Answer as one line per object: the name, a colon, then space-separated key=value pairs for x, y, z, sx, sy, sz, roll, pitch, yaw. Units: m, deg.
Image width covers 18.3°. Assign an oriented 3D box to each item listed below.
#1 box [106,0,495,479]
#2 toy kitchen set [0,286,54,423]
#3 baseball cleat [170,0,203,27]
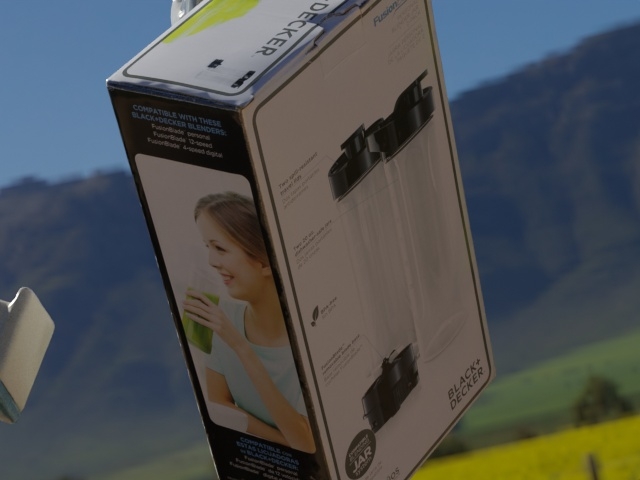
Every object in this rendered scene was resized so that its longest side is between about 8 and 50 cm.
box: x=0.000 y=0.000 z=1.067 sx=0.087 sy=0.290 sz=0.169 roll=14 pitch=43 yaw=33
toy kitchen set: x=-0.228 y=0.105 z=1.153 sx=0.166 sy=0.122 sz=0.207 roll=16 pitch=-25 yaw=18
baseball cleat: x=-0.075 y=-0.196 z=1.405 sx=0.072 sy=0.205 sz=0.109 roll=6 pitch=15 yaw=-24
